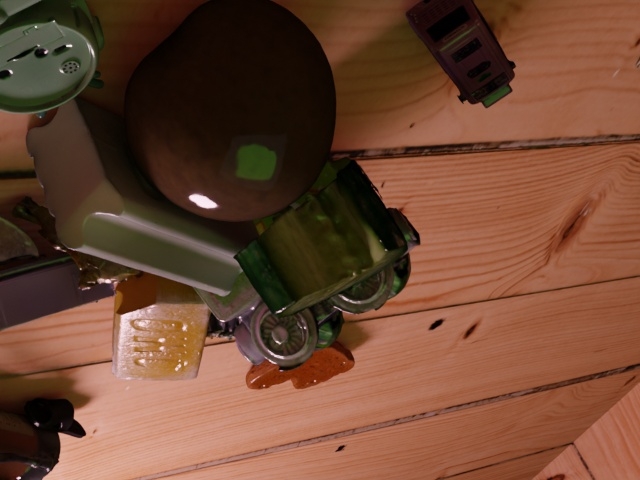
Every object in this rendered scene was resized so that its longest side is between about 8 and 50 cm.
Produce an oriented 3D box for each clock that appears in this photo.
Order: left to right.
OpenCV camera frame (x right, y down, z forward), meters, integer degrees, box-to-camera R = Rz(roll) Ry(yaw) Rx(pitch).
[{"bbox_3d":[-0.296,-0.194,1.055,0.159,0.066,0.211,-27,151,3],"label":"clock"},{"bbox_3d":[-0.374,0.069,1.342,0.193,0.073,0.145,-16,180,-18],"label":"clock"}]

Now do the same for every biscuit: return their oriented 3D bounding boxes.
[{"bbox_3d":[-0.040,0.244,1.984,0.186,0.036,0.192,-30,151,11],"label":"biscuit"}]

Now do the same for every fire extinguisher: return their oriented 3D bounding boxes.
[{"bbox_3d":[-0.535,0.294,1.565,0.200,0.113,0.376,-10,158,27],"label":"fire extinguisher"}]

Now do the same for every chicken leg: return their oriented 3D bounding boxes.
[{"bbox_3d":[-0.302,0.002,1.270,0.093,0.178,0.070,-59,178,-17],"label":"chicken leg"}]

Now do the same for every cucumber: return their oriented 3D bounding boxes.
[{"bbox_3d":[-0.003,0.004,1.237,0.191,0.130,0.191,-32,171,-6],"label":"cucumber"}]

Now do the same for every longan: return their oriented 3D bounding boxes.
[{"bbox_3d":[-0.098,-0.146,1.140,0.248,0.248,0.248,-20,150,-12],"label":"longan"}]

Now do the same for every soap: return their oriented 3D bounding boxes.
[{"bbox_3d":[-0.203,-0.048,1.250,0.095,0.172,0.289,-38,148,19],"label":"soap"},{"bbox_3d":[-0.244,0.129,1.572,0.140,0.073,0.232,1,144,-13],"label":"soap"}]

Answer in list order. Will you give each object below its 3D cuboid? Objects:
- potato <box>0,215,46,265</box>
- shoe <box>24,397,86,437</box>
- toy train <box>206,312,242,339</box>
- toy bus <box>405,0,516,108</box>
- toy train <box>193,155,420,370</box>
[{"bbox_3d":[-0.480,0.010,1.239,0.261,0.100,0.120,-21,-166,-40],"label":"potato"},{"bbox_3d":[-0.432,0.289,1.727,0.053,0.062,0.159,-41,149,0],"label":"shoe"},{"bbox_3d":[-0.134,0.121,1.614,0.081,0.060,0.202,-8,178,-23],"label":"toy train"},{"bbox_3d":[0.183,-0.245,1.319,0.087,0.098,0.178,-34,150,13],"label":"toy bus"},{"bbox_3d":[-0.025,0.021,1.424,0.307,0.249,0.173,-37,177,18],"label":"toy train"}]
